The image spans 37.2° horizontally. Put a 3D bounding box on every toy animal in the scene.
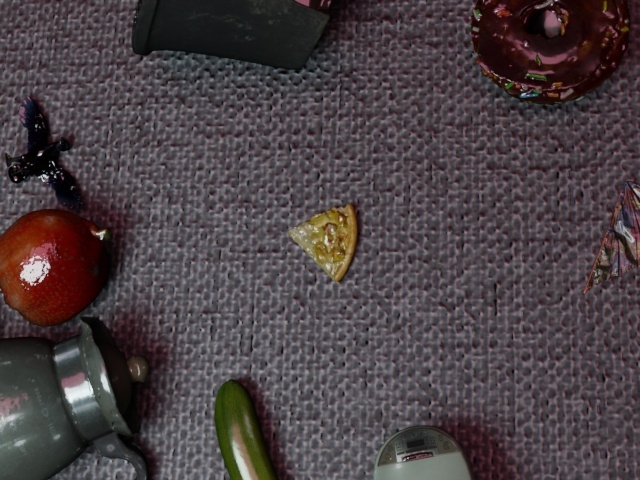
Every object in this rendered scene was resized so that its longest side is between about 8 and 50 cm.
[{"bbox_3d":[-0.445,-0.131,1.506,0.107,0.062,0.220,-27,73,-17],"label":"toy animal"}]

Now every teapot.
[{"bbox_3d":[-0.363,0.256,1.326,0.285,0.223,0.305,-21,73,-4],"label":"teapot"}]

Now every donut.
[{"bbox_3d":[0.336,-0.306,1.410,0.234,0.089,0.235,-2,78,8],"label":"donut"}]

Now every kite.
[{"bbox_3d":[0.470,0.000,1.364,0.232,0.009,0.189,-22,77,4],"label":"kite"}]

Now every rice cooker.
[{"bbox_3d":[0.145,0.352,1.274,0.145,0.127,0.207,-12,80,6],"label":"rice cooker"}]

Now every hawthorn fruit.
[{"bbox_3d":[-0.388,0.032,1.407,0.188,0.169,0.169,-27,75,-1],"label":"hawthorn fruit"}]

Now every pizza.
[{"bbox_3d":[0.000,0.000,1.423,0.108,0.026,0.123,7,79,12],"label":"pizza"}]

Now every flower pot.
[{"bbox_3d":[-0.095,-0.401,1.401,0.251,0.379,0.380,23,81,-9],"label":"flower pot"}]

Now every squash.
[{"bbox_3d":[-0.097,0.320,1.344,0.069,0.069,0.258,-23,75,3],"label":"squash"}]
